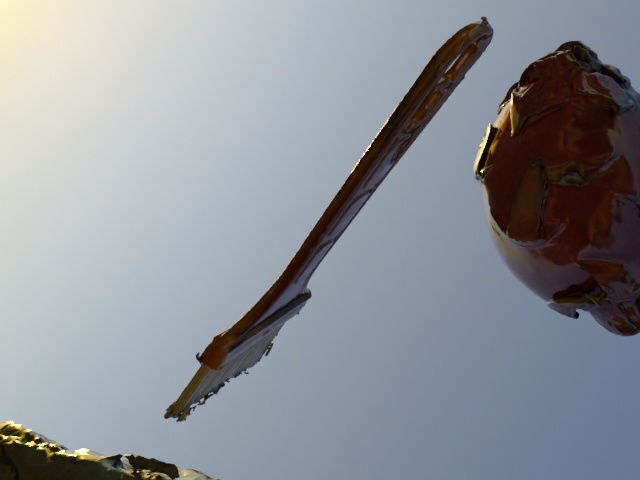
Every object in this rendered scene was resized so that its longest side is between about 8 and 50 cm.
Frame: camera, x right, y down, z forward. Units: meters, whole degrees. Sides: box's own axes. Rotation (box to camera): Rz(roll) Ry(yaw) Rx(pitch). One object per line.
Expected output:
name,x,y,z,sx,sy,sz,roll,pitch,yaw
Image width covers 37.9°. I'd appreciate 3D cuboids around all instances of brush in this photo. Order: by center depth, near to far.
brush,0.000,0.000,0.510,0.090,0.017,0.314,-32,163,-49

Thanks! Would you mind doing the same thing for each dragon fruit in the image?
dragon fruit,0.292,-0.052,1.052,0.250,0.315,0.250,-29,-153,17

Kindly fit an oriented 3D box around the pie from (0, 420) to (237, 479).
pie,-0.052,0.171,0.482,0.302,0.302,0.066,-19,-138,53
